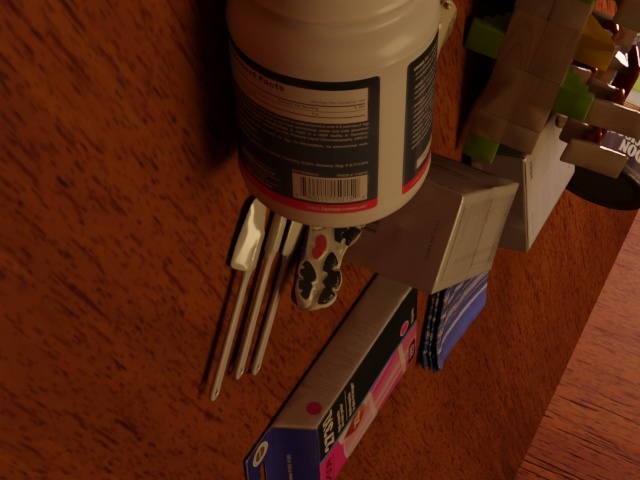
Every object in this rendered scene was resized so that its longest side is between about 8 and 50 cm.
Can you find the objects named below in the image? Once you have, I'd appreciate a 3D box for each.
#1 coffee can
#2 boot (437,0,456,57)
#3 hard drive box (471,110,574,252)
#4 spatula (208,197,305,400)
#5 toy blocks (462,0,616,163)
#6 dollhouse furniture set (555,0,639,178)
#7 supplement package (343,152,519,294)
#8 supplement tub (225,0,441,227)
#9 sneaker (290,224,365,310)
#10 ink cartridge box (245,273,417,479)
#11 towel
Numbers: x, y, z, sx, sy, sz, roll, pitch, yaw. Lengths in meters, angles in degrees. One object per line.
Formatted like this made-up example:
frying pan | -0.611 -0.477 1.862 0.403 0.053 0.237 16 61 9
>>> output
coffee can | 0.562 -0.224 2.552 0.275 0.201 0.201 -62 159 -16
boot | 0.093 -0.223 1.570 0.165 0.077 0.213 -64 164 -9
hard drive box | 0.323 -0.124 2.163 0.232 0.089 0.181 -52 145 -44
spatula | -0.071 0.056 1.534 0.168 0.019 0.242 -27 136 -68
toy blocks | 0.330 -0.317 1.955 0.381 0.190 0.261 105 10 -49
dollhouse furniture set | 0.454 -0.252 2.013 0.262 0.135 0.259 -80 -170 -51
supplement package | 0.150 -0.028 1.823 0.244 0.134 0.139 -13 122 -65
supplement tub | 0.012 -0.163 1.263 0.191 0.191 0.272 -52 155 -36
sneaker | 0.000 0.000 1.605 0.071 0.068 0.170 -12 -126 68
ink cartridge box | 0.022 0.219 1.868 0.371 0.069 0.176 -50 153 -33
towel | 0.247 0.032 2.261 0.243 0.040 0.336 -45 149 -48
